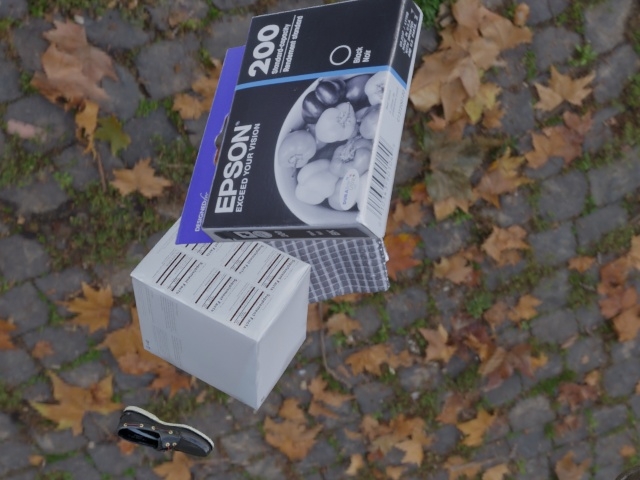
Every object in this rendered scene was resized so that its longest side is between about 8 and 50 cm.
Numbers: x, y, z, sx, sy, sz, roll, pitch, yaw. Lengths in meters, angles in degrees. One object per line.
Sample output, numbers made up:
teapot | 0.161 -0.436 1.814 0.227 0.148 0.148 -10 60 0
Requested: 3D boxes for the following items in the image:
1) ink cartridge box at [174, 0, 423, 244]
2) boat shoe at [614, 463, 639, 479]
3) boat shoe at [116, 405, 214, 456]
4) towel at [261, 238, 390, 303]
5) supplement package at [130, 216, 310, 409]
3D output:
ink cartridge box | -0.030 -0.097 0.707 0.208 0.206 0.045 -2 156 32
boat shoe | 0.457 0.295 0.876 0.307 0.111 0.104 -7 148 44
boat shoe | -0.210 0.268 1.155 0.133 0.042 0.049 22 130 -6
towel | 0.000 0.000 1.622 0.235 0.121 0.284 -17 128 3
supplement package | -0.138 0.098 1.225 0.203 0.149 0.194 25 144 15
